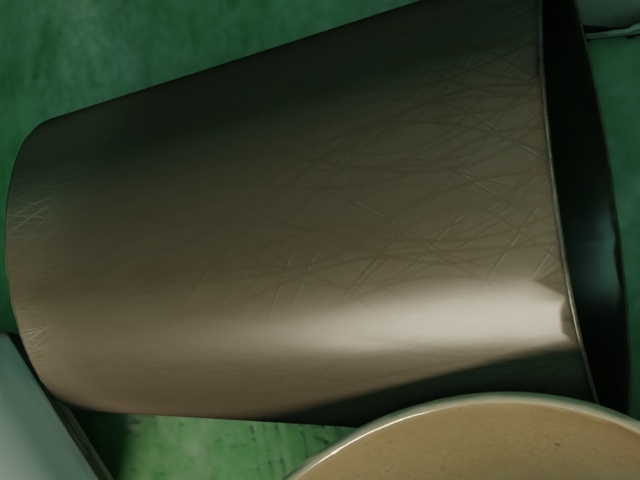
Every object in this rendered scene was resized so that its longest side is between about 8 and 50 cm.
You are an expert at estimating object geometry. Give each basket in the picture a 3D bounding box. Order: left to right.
[{"bbox_3d":[0.000,0.000,0.737,0.227,0.154,0.204,-7,117,17],"label":"basket"}]

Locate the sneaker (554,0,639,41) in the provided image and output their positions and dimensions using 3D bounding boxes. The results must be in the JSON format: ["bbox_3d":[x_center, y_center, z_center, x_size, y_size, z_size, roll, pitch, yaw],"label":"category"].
[{"bbox_3d":[0.166,-0.153,0.697,0.272,0.108,0.100,-18,84,33],"label":"sneaker"}]

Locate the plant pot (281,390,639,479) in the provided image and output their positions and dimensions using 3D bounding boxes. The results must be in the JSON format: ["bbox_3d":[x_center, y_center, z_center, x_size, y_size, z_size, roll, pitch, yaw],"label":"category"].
[{"bbox_3d":[0.096,0.219,0.680,0.284,0.191,0.284,-15,62,30],"label":"plant pot"}]

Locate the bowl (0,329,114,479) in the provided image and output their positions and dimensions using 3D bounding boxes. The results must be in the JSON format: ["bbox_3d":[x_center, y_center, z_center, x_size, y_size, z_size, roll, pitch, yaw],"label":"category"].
[{"bbox_3d":[-0.131,0.092,0.775,0.053,0.142,0.142,-32,87,-7],"label":"bowl"}]
